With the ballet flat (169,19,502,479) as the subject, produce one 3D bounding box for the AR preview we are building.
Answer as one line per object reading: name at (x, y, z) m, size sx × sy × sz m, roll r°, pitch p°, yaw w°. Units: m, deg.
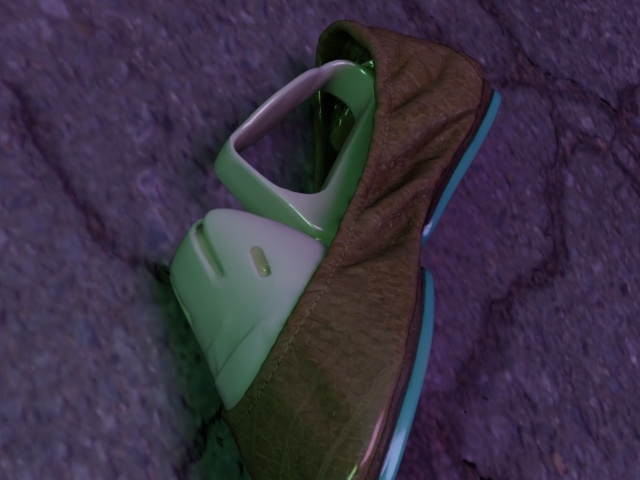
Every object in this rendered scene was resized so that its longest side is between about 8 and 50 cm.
ballet flat at (0.000, 0.000, 0.893) m, size 0.124 × 0.116 × 0.342 m, roll 29°, pitch 44°, yaw -9°
